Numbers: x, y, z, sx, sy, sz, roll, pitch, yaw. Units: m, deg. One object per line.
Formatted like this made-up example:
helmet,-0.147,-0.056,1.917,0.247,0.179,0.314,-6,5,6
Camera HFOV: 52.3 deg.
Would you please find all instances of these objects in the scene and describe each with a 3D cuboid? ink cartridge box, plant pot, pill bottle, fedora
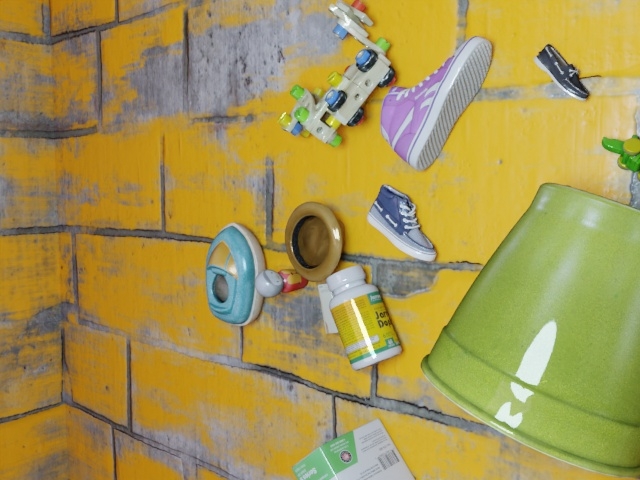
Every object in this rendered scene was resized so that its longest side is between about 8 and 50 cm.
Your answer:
ink cartridge box,0.105,0.554,1.375,0.121,0.211,0.289,-47,64,33
plant pot,0.393,0.110,1.017,0.366,0.366,0.353,27,100,37
pill bottle,0.088,0.166,1.416,0.117,0.117,0.208,-32,73,39
fedora,0.000,0.000,1.503,0.194,0.079,0.194,12,107,44

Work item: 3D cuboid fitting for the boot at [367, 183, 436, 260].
boot,0.175,-0.039,1.350,0.190,0.069,0.086,39,121,34

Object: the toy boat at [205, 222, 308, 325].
toy boat,-0.186,0.090,1.630,0.318,0.148,0.267,3,96,42

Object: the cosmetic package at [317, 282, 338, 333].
cosmetic package,0.035,0.153,1.500,0.041,0.060,0.115,-12,85,43

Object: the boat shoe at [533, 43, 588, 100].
boat shoe,0.422,-0.291,1.127,0.038,0.046,0.125,-56,51,35

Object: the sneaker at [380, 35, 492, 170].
sneaker,0.207,-0.295,1.281,0.161,0.102,0.282,49,123,31

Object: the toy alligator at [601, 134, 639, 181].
toy alligator,0.539,-0.119,1.038,0.051,0.056,0.190,-40,61,-8

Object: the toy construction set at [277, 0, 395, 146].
toy construction set,0.041,-0.346,1.401,0.328,0.151,0.215,-64,28,16
